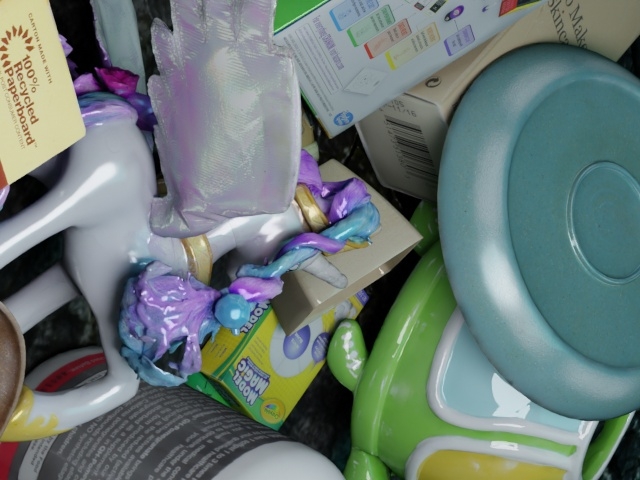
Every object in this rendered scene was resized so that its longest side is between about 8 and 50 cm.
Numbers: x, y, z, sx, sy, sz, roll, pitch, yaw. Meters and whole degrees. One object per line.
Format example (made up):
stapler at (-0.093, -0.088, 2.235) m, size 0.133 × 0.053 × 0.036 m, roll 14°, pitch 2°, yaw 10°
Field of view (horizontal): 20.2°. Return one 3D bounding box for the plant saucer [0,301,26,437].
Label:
plant saucer at (-0.265, 0.100, 1.057) m, size 0.198 × 0.036 × 0.199 m, roll -32°, pitch 142°, yaw -28°

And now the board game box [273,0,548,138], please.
board game box at (0.103, -0.217, 1.340) m, size 0.316 × 0.064 × 0.242 m, roll -32°, pitch 163°, yaw 1°

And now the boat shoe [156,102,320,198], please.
boat shoe at (-0.072, -0.072, 1.396) m, size 0.190 × 0.068 × 0.072 m, roll -28°, pitch 114°, yaw -55°

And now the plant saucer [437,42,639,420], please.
plant saucer at (0.227, -0.012, 1.478) m, size 0.317 × 0.043 × 0.318 m, roll 8°, pitch 77°, yaw -38°

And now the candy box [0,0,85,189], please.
candy box at (-0.266, -0.150, 0.907) m, size 0.087 × 0.316 × 0.183 m, roll -37°, pitch 132°, yaw -32°

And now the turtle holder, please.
turtle holder at (0.140, 0.135, 1.569) m, size 0.320 × 0.227 × 0.243 m, roll -48°, pitch 152°, yaw -36°

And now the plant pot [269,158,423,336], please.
plant pot at (0.000, 0.000, 1.446) m, size 0.109 × 0.096 × 0.109 m, roll -33°, pitch 174°, yaw -20°

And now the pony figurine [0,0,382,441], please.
pony figurine at (-0.140, -0.043, 1.185) m, size 0.363 × 0.303 × 0.351 m, roll -25°, pitch 128°, yaw -15°

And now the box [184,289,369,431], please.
box at (-0.039, 0.086, 1.522) m, size 0.179 × 0.043 × 0.105 m, roll -54°, pitch 140°, yaw -16°

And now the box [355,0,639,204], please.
box at (0.167, -0.183, 1.573) m, size 0.311 × 0.121 × 0.148 m, roll -49°, pitch 137°, yaw -23°

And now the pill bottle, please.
pill bottle at (-0.087, 0.206, 1.295) m, size 0.176 × 0.318 × 0.176 m, roll -24°, pitch 124°, yaw -41°
